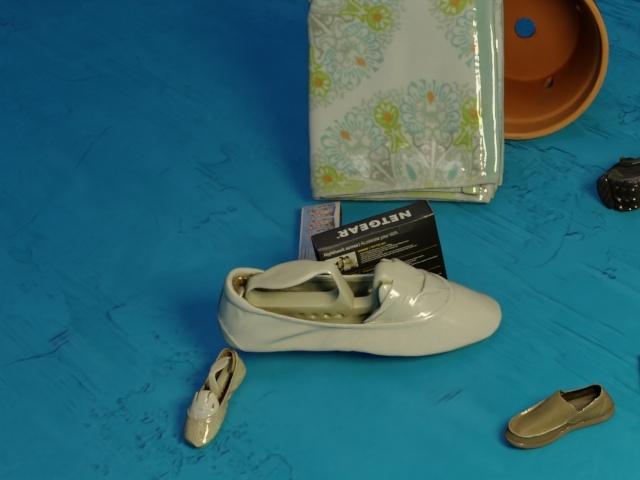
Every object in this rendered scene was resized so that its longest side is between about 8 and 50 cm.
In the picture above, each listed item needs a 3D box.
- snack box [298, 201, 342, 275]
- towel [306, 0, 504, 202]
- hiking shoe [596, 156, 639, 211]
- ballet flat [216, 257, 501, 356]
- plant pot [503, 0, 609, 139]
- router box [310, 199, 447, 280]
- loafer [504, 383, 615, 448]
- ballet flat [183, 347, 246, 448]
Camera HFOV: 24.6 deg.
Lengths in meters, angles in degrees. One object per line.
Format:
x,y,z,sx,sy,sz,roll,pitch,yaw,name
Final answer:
0.000,0.000,2.300,0.064,0.022,0.178,-9,35,9,snack box
0.133,-0.245,2.333,0.321,0.374,0.090,0,0,20,towel
0.531,-0.094,2.186,0.227,0.086,0.114,10,45,32,hiking shoe
0.049,0.086,2.036,0.400,0.139,0.139,-2,36,7,ballet flat
0.334,-0.334,2.453,0.291,0.290,0.203,-5,19,13,plant pot
0.088,0.029,2.132,0.179,0.133,0.046,-17,35,-5,router box
0.301,0.217,1.865,0.148,0.050,0.056,-20,35,-9,loafer
-0.152,0.213,2.031,0.057,0.052,0.168,0,38,21,ballet flat
